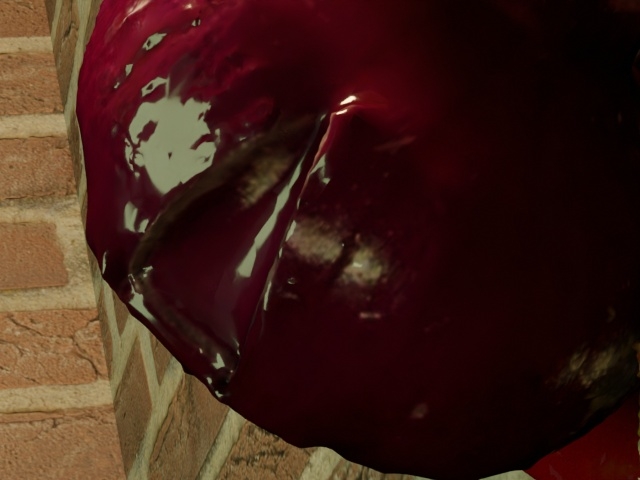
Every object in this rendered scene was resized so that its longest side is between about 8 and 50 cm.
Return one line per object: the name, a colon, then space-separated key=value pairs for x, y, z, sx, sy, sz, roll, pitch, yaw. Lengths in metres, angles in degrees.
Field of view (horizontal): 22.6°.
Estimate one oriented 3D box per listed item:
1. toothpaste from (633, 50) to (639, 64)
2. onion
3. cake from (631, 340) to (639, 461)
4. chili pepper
toothpaste: x=0.168 y=-0.106 z=1.134 sx=0.234 sy=0.057 sz=0.089 roll=119 pitch=139 yaw=-49
onion: x=0.079 y=-0.099 z=0.922 sx=0.420 sy=0.398 sz=0.398 roll=-60 pitch=34 yaw=29
cake: x=0.260 y=0.100 z=0.752 sx=0.260 sy=0.156 sz=0.179 roll=-130 pitch=34 yaw=-58
chili pepper: x=0.170 y=0.113 z=1.094 sx=0.387 sy=0.110 sz=0.110 roll=-158 pitch=65 yaw=-64
